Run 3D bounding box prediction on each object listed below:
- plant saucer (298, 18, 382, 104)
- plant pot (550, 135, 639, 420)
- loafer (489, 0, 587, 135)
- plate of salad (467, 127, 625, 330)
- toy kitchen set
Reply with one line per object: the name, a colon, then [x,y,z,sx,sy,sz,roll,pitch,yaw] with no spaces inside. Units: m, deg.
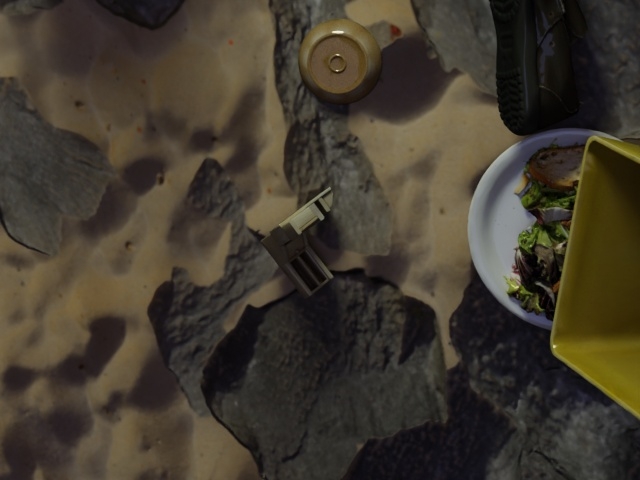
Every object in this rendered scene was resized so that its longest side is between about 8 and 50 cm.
plant saucer: [0.018,-0.171,1.831,0.083,0.015,0.083,3,102,12]
plant pot: [0.349,0.037,1.700,0.187,0.212,0.212,4,104,-20]
loafer: [0.205,-0.209,1.761,0.078,0.080,0.220,-5,101,-20]
plate of salad: [0.238,-0.007,1.803,0.200,0.048,0.200,2,102,11]
toy kitchen set: [0.000,0.000,1.848,0.068,0.083,0.075,-39,93,-25]
